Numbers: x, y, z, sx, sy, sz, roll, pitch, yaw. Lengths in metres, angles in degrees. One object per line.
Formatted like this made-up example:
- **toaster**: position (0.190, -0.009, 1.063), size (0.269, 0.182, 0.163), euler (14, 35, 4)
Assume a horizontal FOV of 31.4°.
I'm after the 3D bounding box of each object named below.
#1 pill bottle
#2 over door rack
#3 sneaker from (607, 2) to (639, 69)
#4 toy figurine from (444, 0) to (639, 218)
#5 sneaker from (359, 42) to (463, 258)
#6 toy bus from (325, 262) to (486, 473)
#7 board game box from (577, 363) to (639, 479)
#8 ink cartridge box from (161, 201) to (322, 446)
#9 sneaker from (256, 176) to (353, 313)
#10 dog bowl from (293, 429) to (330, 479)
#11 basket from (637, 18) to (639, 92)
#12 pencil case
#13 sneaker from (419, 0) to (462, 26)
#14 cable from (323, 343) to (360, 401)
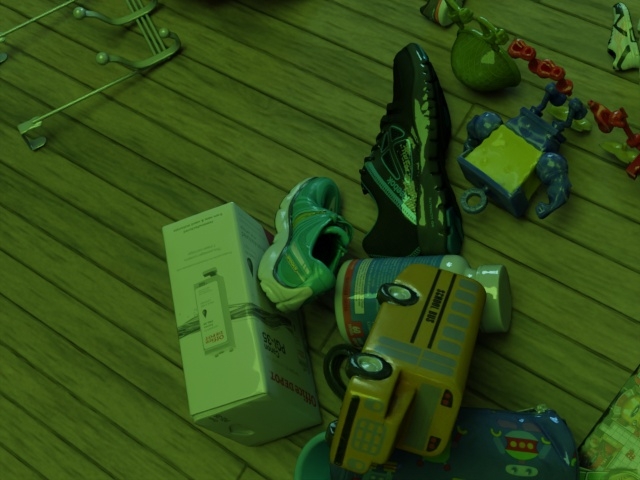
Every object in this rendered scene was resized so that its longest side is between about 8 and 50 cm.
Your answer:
- **pill bottle**: position (0.141, 0.082, 1.542), size (0.222, 0.124, 0.124), euler (-3, 68, 21)
- **over door rack**: position (-0.424, -0.339, 1.940), size (0.324, 0.108, 0.239), euler (-33, 61, 6)
- **sneaker**: position (0.430, -0.293, 1.632), size (0.044, 0.040, 0.109), euler (-13, 65, 18)
- **toy figurine**: position (0.244, -0.145, 1.567), size (0.362, 0.191, 0.217), euler (41, 92, 30)
- **sneaker**: position (0.116, -0.130, 1.638), size (0.140, 0.125, 0.340), euler (-10, 65, 19)
- **toy bus**: position (0.105, 0.145, 1.320), size (0.130, 0.332, 0.108), euler (18, 116, 6)
- **board game box**: position (0.425, 0.238, 1.425), size (0.136, 0.030, 0.259), euler (35, 84, 27)
- **ink cartridge box**: position (-0.106, 0.121, 1.574), size (0.117, 0.207, 0.283), euler (-19, 64, 15)
- **sneaker**: position (0.000, 0.000, 1.592), size (0.110, 0.107, 0.275), euler (-24, 29, 25)
- **dog bowl**: position (0.074, 0.359, 1.450), size (0.166, 0.074, 0.297), euler (-52, 58, 23)
- **basket**: position (0.454, -0.196, 1.293), size (0.167, 0.113, 0.103), euler (-2, 68, 33)
- **pencil case**: position (0.163, 0.254, 1.378), size (0.306, 0.119, 0.133), euler (7, 75, -9)
- **sneaker**: position (0.201, -0.409, 1.757), size (0.065, 0.061, 0.158), euler (24, 78, 34)
- **cable**: position (0.101, 0.258, 1.542), size (0.287, 0.072, 0.139), euler (36, 102, 41)
